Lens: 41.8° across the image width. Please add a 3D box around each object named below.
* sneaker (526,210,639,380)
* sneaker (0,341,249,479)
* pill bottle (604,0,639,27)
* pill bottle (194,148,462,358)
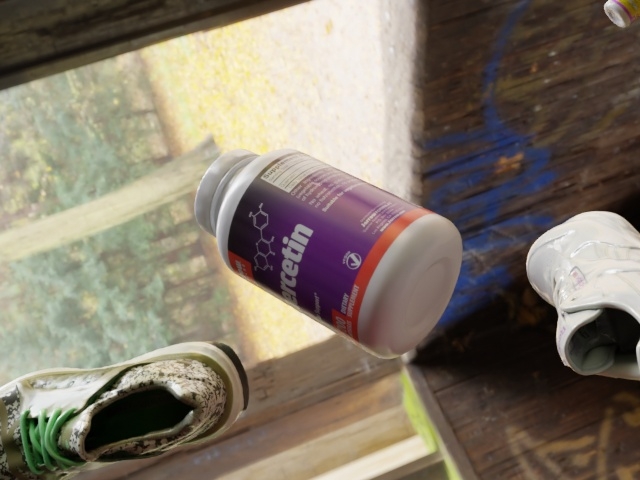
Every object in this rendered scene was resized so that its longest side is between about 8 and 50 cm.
[{"bbox_3d":[0.261,0.051,0.789,0.305,0.152,0.114,-152,44,-71],"label":"sneaker"},{"bbox_3d":[-0.300,0.226,1.036,0.182,0.411,0.158,19,-128,-86],"label":"sneaker"},{"bbox_3d":[0.422,-0.326,1.112,0.043,0.083,0.043,47,-175,-6],"label":"pill bottle"},{"bbox_3d":[0.000,0.000,1.037,0.323,0.181,0.181,27,145,30],"label":"pill bottle"}]
